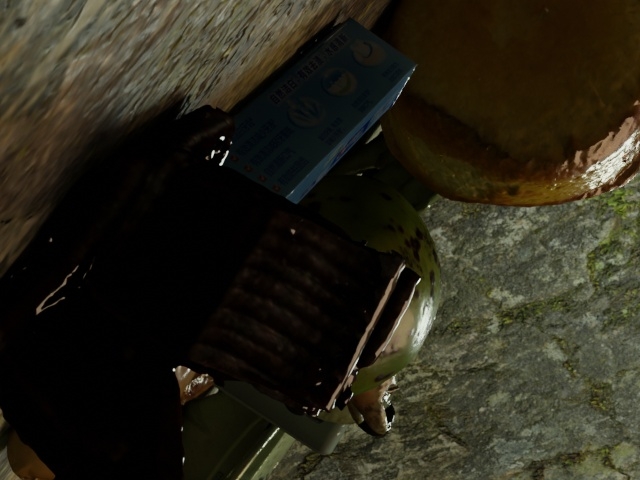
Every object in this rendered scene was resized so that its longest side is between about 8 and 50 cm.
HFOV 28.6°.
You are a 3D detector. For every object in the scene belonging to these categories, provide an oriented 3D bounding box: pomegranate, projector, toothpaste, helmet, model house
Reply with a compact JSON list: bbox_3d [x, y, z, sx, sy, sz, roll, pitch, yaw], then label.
[{"bbox_3d":[0.008,0.050,1.062,0.198,0.198,0.246,-53,152,-13],"label":"pomegranate"},{"bbox_3d":[-0.025,0.135,1.513,0.099,0.192,0.257,-60,175,15],"label":"projector"},{"bbox_3d":[-0.025,-0.060,0.801,0.272,0.066,0.053,-49,174,-49],"label":"toothpaste"},{"bbox_3d":[-0.136,0.276,1.722,0.204,0.137,0.257,-54,168,6],"label":"helmet"},{"bbox_3d":[-0.065,0.048,0.605,0.203,0.164,0.141,-52,170,-1],"label":"model house"}]

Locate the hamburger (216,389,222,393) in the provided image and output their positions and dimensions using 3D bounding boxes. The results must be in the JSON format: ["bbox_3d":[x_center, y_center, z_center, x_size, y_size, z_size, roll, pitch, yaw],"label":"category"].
[{"bbox_3d":[-0.037,0.169,1.862,0.282,0.245,0.155,-7,176,36],"label":"hamburger"}]

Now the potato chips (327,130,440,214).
[{"bbox_3d":[0.158,-0.202,1.375,0.389,0.097,0.373,-57,-167,5],"label":"potato chips"}]

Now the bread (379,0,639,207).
[{"bbox_3d":[0.177,-0.153,1.092,0.268,0.268,0.146,-54,169,-5],"label":"bread"}]

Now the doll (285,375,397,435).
[{"bbox_3d":[-0.003,0.105,1.292,0.144,0.234,0.135,20,96,-40],"label":"doll"}]

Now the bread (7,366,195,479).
[{"bbox_3d":[-0.128,0.088,0.826,0.189,0.077,0.114,-49,170,-25],"label":"bread"}]

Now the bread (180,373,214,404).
[{"bbox_3d":[-0.099,0.087,1.184,0.193,0.064,0.193,-50,174,-7],"label":"bread"}]

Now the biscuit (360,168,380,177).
[{"bbox_3d":[0.091,-0.071,1.537,0.325,0.044,0.217,-45,-167,-12],"label":"biscuit"}]
